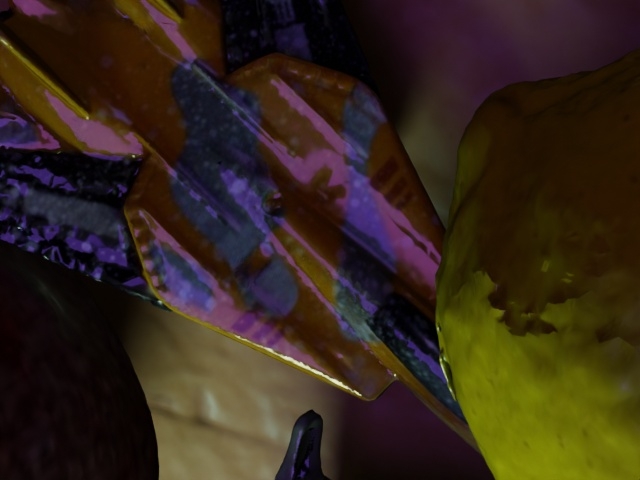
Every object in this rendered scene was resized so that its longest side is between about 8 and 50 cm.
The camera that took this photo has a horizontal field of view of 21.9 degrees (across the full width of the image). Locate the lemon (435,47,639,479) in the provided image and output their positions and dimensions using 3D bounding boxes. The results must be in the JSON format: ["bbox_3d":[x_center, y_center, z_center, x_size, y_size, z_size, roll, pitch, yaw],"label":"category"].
[{"bbox_3d":[0.152,0.040,0.542,0.260,0.204,0.204,42,120,9],"label":"lemon"}]

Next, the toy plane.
[{"bbox_3d":[-0.001,-0.001,0.647,0.316,0.103,0.204,44,90,-7],"label":"toy plane"}]

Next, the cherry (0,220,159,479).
[{"bbox_3d":[-0.193,0.077,0.689,0.300,0.230,0.203,53,143,-3],"label":"cherry"}]

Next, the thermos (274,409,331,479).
[{"bbox_3d":[0.086,0.173,0.651,0.265,0.146,0.176,20,156,24],"label":"thermos"}]
